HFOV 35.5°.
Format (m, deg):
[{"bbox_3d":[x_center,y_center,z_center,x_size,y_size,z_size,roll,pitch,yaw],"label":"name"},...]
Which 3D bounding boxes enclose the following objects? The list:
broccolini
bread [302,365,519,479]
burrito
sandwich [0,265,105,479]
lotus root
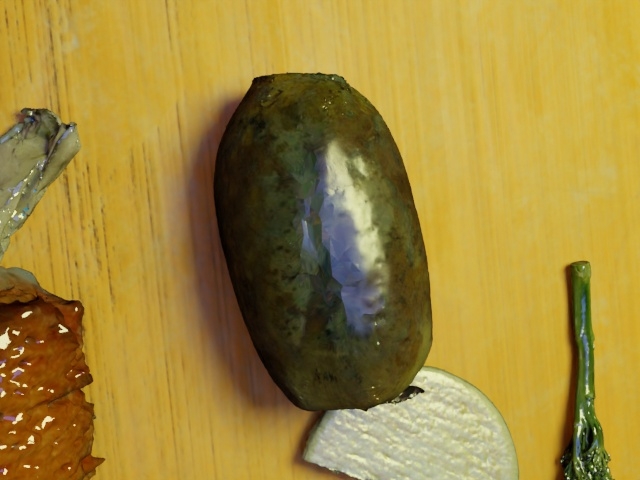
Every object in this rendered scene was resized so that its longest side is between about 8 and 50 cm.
[{"bbox_3d":[0.239,0.137,0.894,0.051,0.054,0.239,1,89,3],"label":"broccolini"},{"bbox_3d":[0.089,0.165,0.869,0.193,0.036,0.112,18,83,-8],"label":"bread"},{"bbox_3d":[-0.271,-0.008,0.781,0.063,0.058,0.229,37,87,-15],"label":"burrito"},{"bbox_3d":[-0.264,0.165,0.743,0.250,0.162,0.301,31,64,-44],"label":"sandwich"},{"bbox_3d":[0.000,0.000,0.787,0.160,0.152,0.275,-13,89,9],"label":"lotus root"}]
